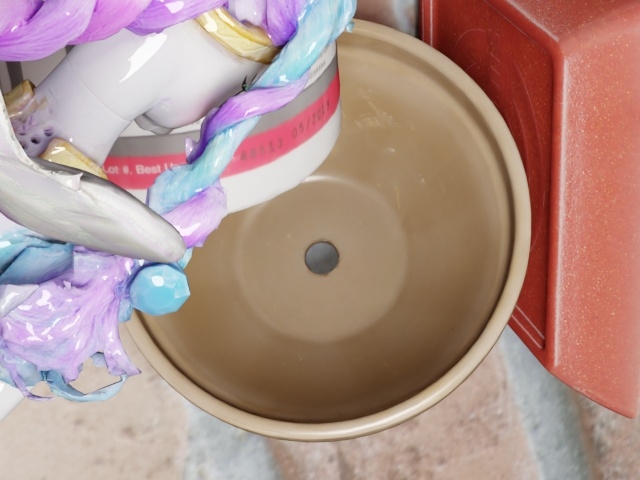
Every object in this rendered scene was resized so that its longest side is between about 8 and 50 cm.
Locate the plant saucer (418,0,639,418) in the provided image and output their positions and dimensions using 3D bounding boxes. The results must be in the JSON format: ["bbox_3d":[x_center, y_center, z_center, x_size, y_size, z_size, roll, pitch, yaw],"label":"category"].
[{"bbox_3d":[0.115,-0.060,1.091,0.047,0.259,0.258,-10,120,-15],"label":"plant saucer"}]

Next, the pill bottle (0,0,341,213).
[{"bbox_3d":[-0.087,-0.182,0.874,0.176,0.176,0.318,-27,127,-32],"label":"pill bottle"}]

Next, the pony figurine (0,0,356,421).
[{"bbox_3d":[-0.169,-0.037,0.702,0.363,0.303,0.351,-42,155,10],"label":"pony figurine"}]

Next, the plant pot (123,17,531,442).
[{"bbox_3d":[0.000,0.000,1.056,0.237,0.237,0.110,-55,171,-8],"label":"plant pot"}]
